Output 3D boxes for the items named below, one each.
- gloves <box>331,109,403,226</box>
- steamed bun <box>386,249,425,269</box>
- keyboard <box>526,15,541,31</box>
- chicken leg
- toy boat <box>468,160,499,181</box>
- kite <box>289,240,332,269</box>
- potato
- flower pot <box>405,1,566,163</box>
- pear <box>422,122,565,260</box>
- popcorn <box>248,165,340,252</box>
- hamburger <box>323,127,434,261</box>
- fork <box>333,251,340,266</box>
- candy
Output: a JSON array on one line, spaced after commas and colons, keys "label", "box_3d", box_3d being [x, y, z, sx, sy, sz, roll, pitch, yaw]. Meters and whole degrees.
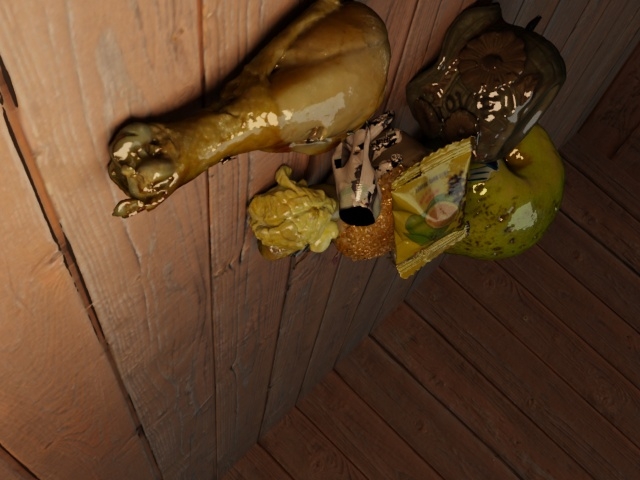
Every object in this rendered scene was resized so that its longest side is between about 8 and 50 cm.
[{"label": "gloves", "box_3d": [0.072, -0.140, 1.551, 0.111, 0.212, 0.128, -21, 147, 40]}, {"label": "steamed bun", "box_3d": [0.249, -0.026, 2.441, 0.211, 0.144, 0.218, -43, -161, 26]}, {"label": "keyboard", "box_3d": [0.482, -0.472, 2.135, 0.053, 0.010, 0.155, -39, 165, -34]}, {"label": "chicken leg", "box_3d": [-0.080, -0.157, 1.068, 0.429, 0.153, 0.201, -32, 149, -27]}, {"label": "toy boat", "box_3d": [0.353, -0.240, 1.884, 0.067, 0.221, 0.290, 39, 49, -47]}, {"label": "kite", "box_3d": [0.000, 0.000, 2.007, 0.183, 0.014, 0.241, -50, 168, 17]}, {"label": "potato", "box_3d": [-0.035, -0.034, 1.601, 0.188, 0.105, 0.085, -40, 122, -10]}, {"label": "flower pot", "box_3d": [0.311, -0.289, 1.693, 0.302, 0.213, 0.302, -44, 166, -14]}, {"label": "pear", "box_3d": [0.380, -0.121, 2.117, 0.391, 0.391, 0.391, -44, 166, -13]}, {"label": "popcorn", "box_3d": [-0.050, -0.038, 1.483, 0.142, 0.162, 0.135, -14, -147, 16]}, {"label": "hamburger", "box_3d": [0.125, -0.086, 1.778, 0.276, 0.179, 0.294, -49, 167, 14]}, {"label": "fork", "box_3d": [0.049, 0.027, 2.247, 0.016, 0.012, 0.115, -42, 162, -38]}, {"label": "candy", "box_3d": [0.208, -0.060, 1.648, 0.187, 0.081, 0.297, -29, 142, -16]}]
